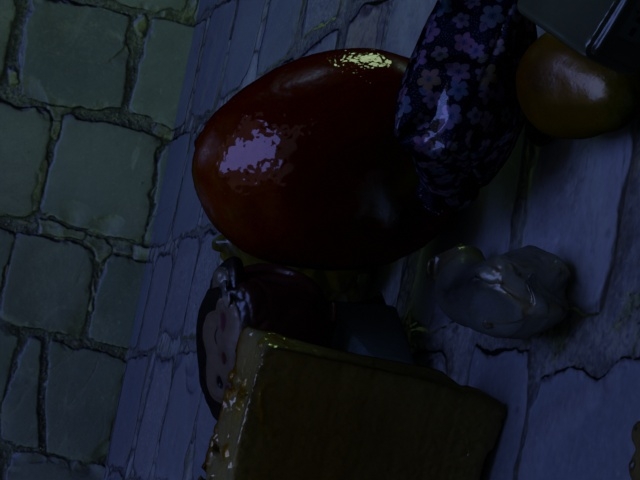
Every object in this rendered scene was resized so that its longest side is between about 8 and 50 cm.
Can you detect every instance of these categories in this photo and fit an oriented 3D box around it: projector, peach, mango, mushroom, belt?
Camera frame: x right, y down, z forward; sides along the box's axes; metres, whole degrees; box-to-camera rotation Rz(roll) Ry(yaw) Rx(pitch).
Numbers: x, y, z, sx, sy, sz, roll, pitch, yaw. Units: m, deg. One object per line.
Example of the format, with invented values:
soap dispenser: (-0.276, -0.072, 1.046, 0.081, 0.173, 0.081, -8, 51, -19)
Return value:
projector: (0.284, -0.293, 1.289, 0.269, 0.088, 0.193, -63, 29, 15)
peach: (0.002, -0.088, 1.740, 0.338, 0.281, 0.281, -6, 68, 38)
mango: (0.250, -0.152, 1.393, 0.163, 0.089, 0.111, -7, 81, 62)
mushroom: (0.171, 0.049, 1.486, 0.278, 0.099, 0.096, 180, 108, -76)
belt: (0.033, 0.218, 1.755, 0.325, 0.122, 0.260, -105, 28, -57)

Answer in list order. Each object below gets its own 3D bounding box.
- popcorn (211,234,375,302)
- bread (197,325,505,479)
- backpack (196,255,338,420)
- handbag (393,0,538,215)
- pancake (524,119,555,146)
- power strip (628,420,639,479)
popcorn: (-0.019, -0.013, 1.973, 0.249, 0.249, 0.225, -69, -11, 25)
bread: (0.033, 0.204, 1.496, 0.114, 0.274, 0.185, -143, 68, -72)
backpack: (-0.073, 0.124, 1.736, 0.229, 0.139, 0.229, 176, 90, -67)
handbag: (0.154, -0.147, 1.526, 0.208, 0.127, 0.229, 53, -125, -69)
pancake: (0.242, -0.153, 1.540, 0.115, 0.011, 0.115, -167, 90, -74)
power strip: (0.286, 0.236, 1.058, 0.305, 0.044, 0.064, -101, 30, -57)
